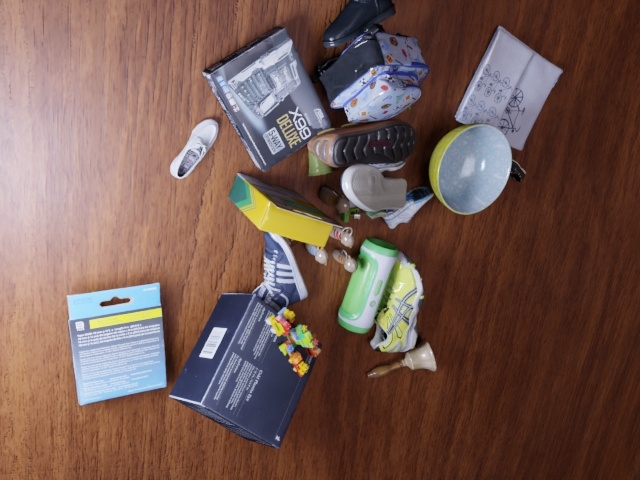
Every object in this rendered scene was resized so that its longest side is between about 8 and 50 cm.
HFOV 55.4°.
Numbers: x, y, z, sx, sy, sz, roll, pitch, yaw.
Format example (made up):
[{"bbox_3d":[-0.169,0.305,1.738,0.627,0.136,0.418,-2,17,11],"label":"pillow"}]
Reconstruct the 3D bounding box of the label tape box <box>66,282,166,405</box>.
[{"bbox_3d":[-0.564,0.266,1.691,0.240,0.106,0.334,-7,112,-25],"label":"label tape box"}]

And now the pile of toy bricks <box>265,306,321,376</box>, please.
[{"bbox_3d":[-0.054,0.284,1.754,0.118,0.105,0.212,-41,114,-38],"label":"pile of toy bricks"}]

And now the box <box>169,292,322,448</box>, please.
[{"bbox_3d":[-0.209,0.379,1.795,0.312,0.178,0.343,42,60,-32],"label":"box"}]

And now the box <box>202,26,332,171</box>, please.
[{"bbox_3d":[-0.137,-0.380,1.658,0.242,0.076,0.308,-34,121,-11],"label":"box"}]

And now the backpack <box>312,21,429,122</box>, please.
[{"bbox_3d":[0.166,-0.452,1.671,0.263,0.276,0.213,-22,90,-38],"label":"backpack"}]

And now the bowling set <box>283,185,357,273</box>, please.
[{"bbox_3d":[0.000,0.000,1.837,0.199,0.154,0.287,-25,119,-16],"label":"bowling set"}]

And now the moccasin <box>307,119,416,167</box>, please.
[{"bbox_3d":[0.131,-0.283,1.783,0.380,0.147,0.139,-19,121,-34],"label":"moccasin"}]

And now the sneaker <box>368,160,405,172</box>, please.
[{"bbox_3d":[0.205,-0.245,1.902,0.135,0.052,0.058,-17,113,-20],"label":"sneaker"}]

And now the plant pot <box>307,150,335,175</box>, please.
[{"bbox_3d":[-0.003,-0.237,1.790,0.083,0.083,0.079,-15,105,-21],"label":"plant pot"}]

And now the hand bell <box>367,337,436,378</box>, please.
[{"bbox_3d":[0.284,0.450,2.212,0.241,0.126,0.126,-17,118,-5],"label":"hand bell"}]

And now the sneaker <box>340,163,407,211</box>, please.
[{"bbox_3d":[0.122,-0.147,1.784,0.350,0.148,0.131,10,87,-59],"label":"sneaker"}]

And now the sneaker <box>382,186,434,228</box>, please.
[{"bbox_3d":[0.290,-0.105,1.998,0.190,0.071,0.083,-30,127,-3],"label":"sneaker"}]

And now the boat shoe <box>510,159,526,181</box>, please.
[{"bbox_3d":[0.671,-0.250,2.133,0.133,0.049,0.042,32,86,-37],"label":"boat shoe"}]

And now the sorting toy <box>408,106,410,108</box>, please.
[{"bbox_3d":[0.262,-0.444,1.871,0.062,0.012,0.083,-11,112,-28],"label":"sorting toy"}]

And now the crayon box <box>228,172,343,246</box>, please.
[{"bbox_3d":[-0.102,-0.078,1.653,0.203,0.323,0.083,16,102,-30],"label":"crayon box"}]

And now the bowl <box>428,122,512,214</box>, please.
[{"bbox_3d":[0.451,-0.243,1.962,0.289,0.156,0.290,-10,114,-23],"label":"bowl"}]

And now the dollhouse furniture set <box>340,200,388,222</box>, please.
[{"bbox_3d":[0.133,-0.102,1.908,0.151,0.076,0.059,-12,116,-21],"label":"dollhouse furniture set"}]

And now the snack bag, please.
[{"bbox_3d":[0.632,-0.485,2.026,0.342,0.037,0.323,20,100,-32],"label":"snack bag"}]

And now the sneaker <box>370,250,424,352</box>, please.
[{"bbox_3d":[0.250,0.221,2.060,0.147,0.145,0.385,-11,113,-23],"label":"sneaker"}]

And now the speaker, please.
[{"bbox_3d":[0.153,0.147,1.989,0.131,0.131,0.297,11,105,-30],"label":"speaker"}]

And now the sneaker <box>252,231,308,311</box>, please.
[{"bbox_3d":[-0.147,0.100,1.837,0.153,0.099,0.282,-31,124,-15],"label":"sneaker"}]

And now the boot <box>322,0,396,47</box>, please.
[{"bbox_3d":[0.077,-0.663,1.640,0.246,0.094,0.207,-34,122,-12],"label":"boot"}]

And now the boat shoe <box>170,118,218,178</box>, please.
[{"bbox_3d":[-0.333,-0.242,1.625,0.184,0.063,0.066,-47,123,-2],"label":"boat shoe"}]
